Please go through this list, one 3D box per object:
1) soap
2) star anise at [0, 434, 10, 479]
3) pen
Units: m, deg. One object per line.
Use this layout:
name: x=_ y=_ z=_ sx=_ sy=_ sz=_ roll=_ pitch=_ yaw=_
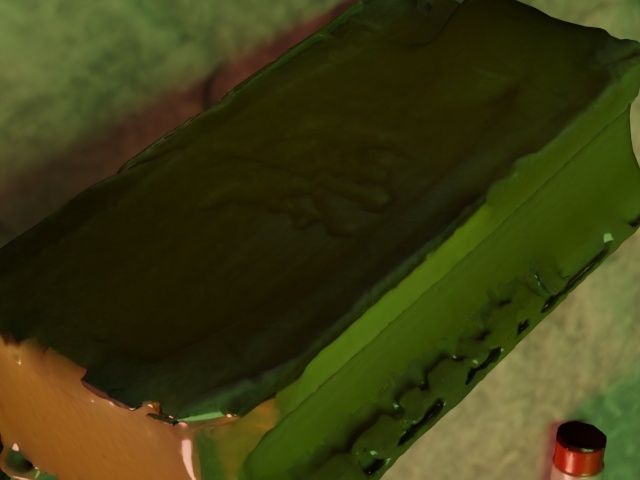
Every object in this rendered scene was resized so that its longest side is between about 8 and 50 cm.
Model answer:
soap: x=0.000 y=0.001 z=0.567 sx=0.233 sy=0.135 sz=0.076 roll=-41 pitch=132 yaw=-30
star anise: x=-0.171 y=0.139 z=0.622 sx=0.212 sy=0.129 sz=0.283 roll=-49 pitch=132 yaw=-19
pen: x=0.120 y=0.196 z=0.850 sx=0.028 sy=0.028 sz=0.239 roll=-11 pitch=121 yaw=-21
